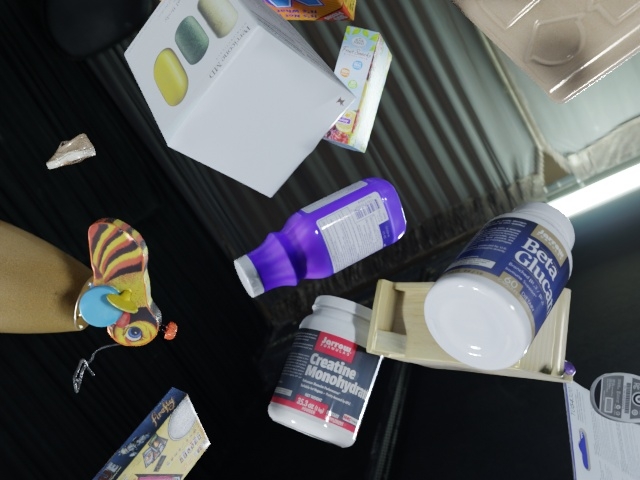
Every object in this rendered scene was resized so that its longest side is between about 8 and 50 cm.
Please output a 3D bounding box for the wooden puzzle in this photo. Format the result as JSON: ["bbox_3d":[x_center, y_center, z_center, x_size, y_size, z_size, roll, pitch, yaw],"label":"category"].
[{"bbox_3d":[0.441,-0.462,1.134,0.322,0.348,0.080,-38,-167,48],"label":"wooden puzzle"}]

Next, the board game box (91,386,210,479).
[{"bbox_3d":[-0.309,0.412,1.143,0.042,0.165,0.243,14,-135,28],"label":"board game box"}]

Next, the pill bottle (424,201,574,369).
[{"bbox_3d":[0.173,0.032,0.579,0.094,0.094,0.169,-18,-163,46],"label":"pill bottle"}]

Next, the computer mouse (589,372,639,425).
[{"bbox_3d":[0.468,0.219,0.849,0.193,0.042,0.106,2,-110,35],"label":"computer mouse"}]

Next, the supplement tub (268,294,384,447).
[{"bbox_3d":[0.022,0.272,1.319,0.191,0.191,0.272,-10,-125,59],"label":"supplement tub"}]

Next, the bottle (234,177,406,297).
[{"bbox_3d":[0.000,0.000,1.023,0.283,0.118,0.092,-27,-154,-16],"label":"bottle"}]

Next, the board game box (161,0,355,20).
[{"bbox_3d":[-0.133,-0.602,1.032,0.356,0.356,0.356,7,178,17],"label":"board game box"}]

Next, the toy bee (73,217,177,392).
[{"bbox_3d":[-0.329,0.112,1.105,0.162,0.298,0.195,7,-148,-11],"label":"toy bee"}]

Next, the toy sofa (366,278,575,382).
[{"bbox_3d":[0.269,0.155,1.139,0.362,0.177,0.150,-7,-111,52],"label":"toy sofa"}]

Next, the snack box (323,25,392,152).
[{"bbox_3d":[0.069,-0.283,1.217,0.174,0.070,0.207,-8,116,-76],"label":"snack box"}]

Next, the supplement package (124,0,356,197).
[{"bbox_3d":[-0.126,-0.243,0.927,0.199,0.198,0.263,-47,-132,17],"label":"supplement package"}]

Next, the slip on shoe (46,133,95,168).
[{"bbox_3d":[-0.461,-0.162,1.155,0.135,0.041,0.051,-7,-167,45],"label":"slip on shoe"}]

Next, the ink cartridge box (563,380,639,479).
[{"bbox_3d":[0.610,0.496,1.321,0.071,0.330,0.324,-43,-159,41],"label":"ink cartridge box"}]

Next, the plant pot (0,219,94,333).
[{"bbox_3d":[-0.593,0.097,1.293,0.237,0.254,0.237,15,90,-87],"label":"plant pot"}]
